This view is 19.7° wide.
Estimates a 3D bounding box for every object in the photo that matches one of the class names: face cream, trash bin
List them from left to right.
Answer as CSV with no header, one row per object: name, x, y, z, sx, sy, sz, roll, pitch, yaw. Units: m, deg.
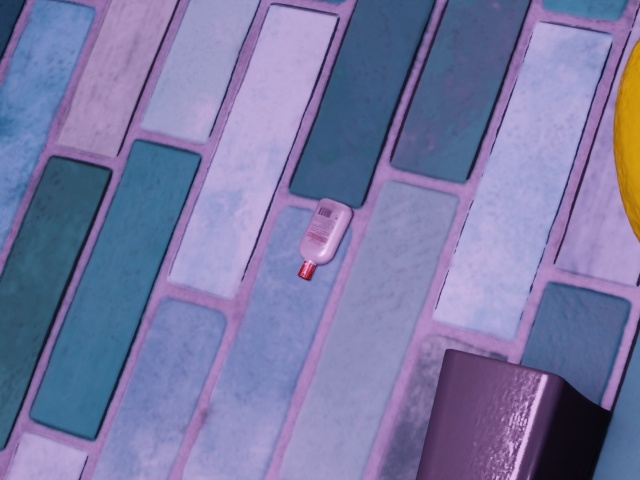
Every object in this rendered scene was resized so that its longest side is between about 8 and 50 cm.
face cream,0.000,0.000,1.838,0.040,0.021,0.083,22,81,29
trash bin,0.154,0.228,1.605,0.115,0.165,0.226,11,79,27

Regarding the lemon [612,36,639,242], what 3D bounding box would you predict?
lemon,0.372,-0.081,1.569,0.245,0.245,0.320,-3,76,24
